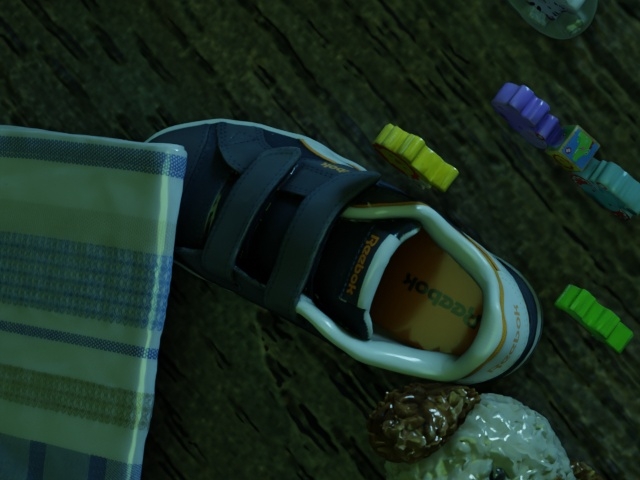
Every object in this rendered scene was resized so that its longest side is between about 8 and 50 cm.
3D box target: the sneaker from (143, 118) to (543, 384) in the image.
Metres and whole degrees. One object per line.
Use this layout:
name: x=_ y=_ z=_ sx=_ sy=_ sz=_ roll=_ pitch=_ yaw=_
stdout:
sneaker: x=0.000 y=0.000 z=1.124 sx=0.321 sy=0.127 sz=0.126 roll=22 pitch=93 yaw=12

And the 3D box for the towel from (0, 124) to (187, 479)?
towel: x=-0.194 y=0.059 z=1.170 sx=0.209 sy=0.034 sz=0.285 roll=6 pitch=89 yaw=32

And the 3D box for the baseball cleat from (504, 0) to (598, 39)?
baseball cleat: x=0.127 y=-0.237 z=1.137 sx=0.072 sy=0.109 sz=0.206 roll=-30 pitch=113 yaw=11

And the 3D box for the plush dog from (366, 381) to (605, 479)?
plush dog: x=0.091 y=0.211 z=1.084 sx=0.262 sy=0.211 sz=0.225 roll=33 pitch=79 yaw=-32

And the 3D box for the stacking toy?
stacking toy: x=0.166 y=-0.057 z=1.093 sx=0.221 sy=0.052 sz=0.167 roll=40 pitch=81 yaw=-15
